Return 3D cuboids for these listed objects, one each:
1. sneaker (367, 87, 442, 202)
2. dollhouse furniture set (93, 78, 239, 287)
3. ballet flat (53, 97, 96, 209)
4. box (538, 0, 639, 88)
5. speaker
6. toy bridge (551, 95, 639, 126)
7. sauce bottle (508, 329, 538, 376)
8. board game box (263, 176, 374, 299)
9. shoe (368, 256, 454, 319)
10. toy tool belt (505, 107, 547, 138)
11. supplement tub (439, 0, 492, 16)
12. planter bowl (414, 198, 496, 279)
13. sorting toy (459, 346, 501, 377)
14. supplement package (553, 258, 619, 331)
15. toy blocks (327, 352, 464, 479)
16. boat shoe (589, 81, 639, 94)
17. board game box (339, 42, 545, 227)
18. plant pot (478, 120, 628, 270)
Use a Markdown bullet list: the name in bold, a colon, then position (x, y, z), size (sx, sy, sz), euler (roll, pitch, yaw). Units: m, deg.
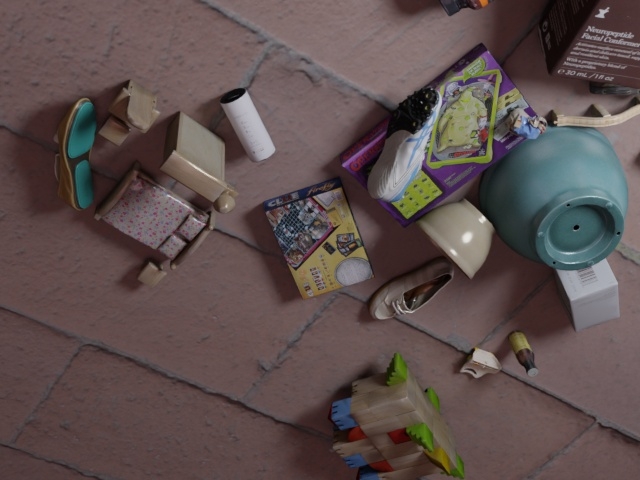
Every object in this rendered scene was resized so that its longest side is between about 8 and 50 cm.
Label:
- **sneaker**: position (0.165, -0.178, 1.562), size (0.086, 0.085, 0.237), euler (2, 124, -40)
- **dollhouse furniture set**: position (-0.340, -0.062, 1.571), size (0.303, 0.173, 0.355), euler (33, 114, -25)
- **ballet flat**: position (-0.465, -0.163, 1.551), size (0.073, 0.080, 0.232), euler (24, 123, 20)
- **box**: position (0.529, -0.427, 1.360), size (0.191, 0.143, 0.381), euler (6, 147, -10)
- **speaker**: position (-0.136, -0.215, 1.561), size (0.055, 0.055, 0.136), euler (-22, 124, 8)
- **toy bridge**: position (0.543, -0.243, 1.616), size (0.188, 0.063, 0.026), euler (-9, 125, -1)
- **sauce bottle**: position (0.465, 0.259, 1.911), size (0.042, 0.128, 0.042), euler (-4, 126, -5)
- **board game box**: position (0.000, 0.000, 1.732), size (0.165, 0.042, 0.243), euler (-17, 125, 5)
- **shoe**: position (0.197, 0.112, 1.821), size (0.219, 0.058, 0.076), euler (-35, 121, 16)
- **toy tool belt**: position (0.393, -0.212, 1.574), size (0.083, 0.051, 0.052), euler (18, 120, -18)
- **supplement tub**: position (0.286, -0.462, 1.412), size (0.198, 0.106, 0.106), euler (-31, 122, 15)
- **planter bowl**: position (0.285, -0.015, 1.696), size (0.109, 0.162, 0.162), euler (-44, 119, 2)
- **sorting toy**: position (0.370, 0.297, 1.980), size (0.083, 0.044, 0.075), euler (22, 126, -20)
- **supplement package**: position (0.571, 0.106, 1.797), size (0.105, 0.105, 0.179), euler (-22, 146, 9)
- **toy blocks**: position (0.149, 0.457, 2.000), size (0.261, 0.190, 0.381), euler (-20, 125, 21)
- **boat shoe**: position (0.616, -0.305, 1.578), size (0.224, 0.080, 0.073), euler (2, 130, -2)
- **board game box**: position (0.234, -0.195, 1.625), size (0.347, 0.056, 0.208), euler (-37, 125, 17)
- **plant pot**: position (0.479, -0.063, 1.652), size (0.293, 0.196, 0.293), euler (-3, 124, -4)
